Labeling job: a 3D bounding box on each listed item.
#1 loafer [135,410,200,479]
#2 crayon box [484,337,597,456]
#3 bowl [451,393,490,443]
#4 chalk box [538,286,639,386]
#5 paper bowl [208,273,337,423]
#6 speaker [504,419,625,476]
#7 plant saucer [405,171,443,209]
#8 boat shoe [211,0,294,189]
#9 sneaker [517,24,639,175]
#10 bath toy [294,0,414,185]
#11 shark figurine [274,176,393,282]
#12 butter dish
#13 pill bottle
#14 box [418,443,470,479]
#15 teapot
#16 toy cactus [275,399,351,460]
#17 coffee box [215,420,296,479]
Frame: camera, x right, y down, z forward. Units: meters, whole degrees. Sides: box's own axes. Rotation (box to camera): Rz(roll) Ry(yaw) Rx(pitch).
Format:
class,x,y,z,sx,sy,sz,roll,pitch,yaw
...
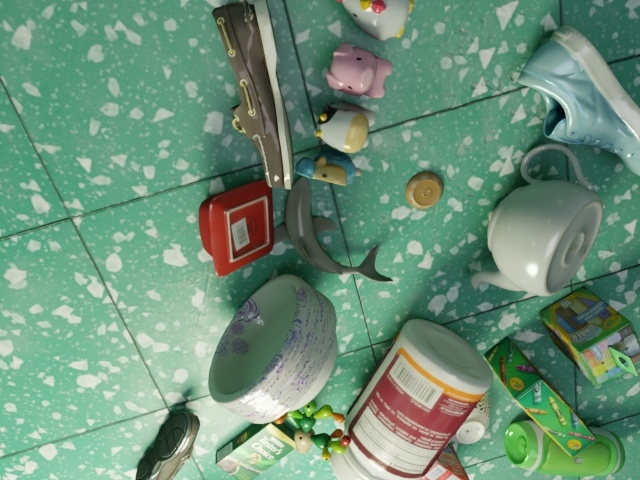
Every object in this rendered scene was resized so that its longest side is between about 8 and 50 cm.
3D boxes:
class,x,y,z,sx,sy,sz,roll,pitch,yaw
loafer,-0.346,0.498,1.226,0.084,0.096,0.267,20,118,-38
crayon box,0.534,0.381,1.265,0.081,0.165,0.278,-42,114,10
bowl,0.367,0.462,1.322,0.170,0.080,0.170,-4,116,-8
chalk box,0.631,0.231,1.186,0.132,0.213,0.132,-33,115,6
paper bowl,-0.080,0.220,1.025,0.148,0.284,0.284,38,103,-26
speaker,0.650,0.555,1.386,0.297,0.131,0.131,9,112,-14
plant saucer,0.218,-0.101,1.076,0.084,0.015,0.083,-4,114,-8
boat shoe,-0.110,-0.242,0.906,0.097,0.116,0.324,-9,111,0
sneaker,0.519,-0.233,1.014,0.366,0.135,0.150,43,109,-15
bath toy,0.052,-0.274,0.896,0.129,0.151,0.348,9,110,-20
shark figurine,0.004,0.026,1.048,0.166,0.116,0.278,-42,112,12
butter dish,-0.176,-0.036,0.993,0.160,0.118,0.160,-29,128,-46
pill bottle,0.194,0.396,1.184,0.224,0.224,0.392,23,109,-18
box,0.216,0.638,1.341,0.154,0.142,0.300,40,103,-23
teapot,0.435,-0.027,1.062,0.256,0.187,0.252,-40,137,-19
toy cactus,-0.033,0.439,1.197,0.219,0.112,0.180,24,130,19
coffee box,-0.156,0.515,1.280,0.184,0.040,0.113,-38,115,8
